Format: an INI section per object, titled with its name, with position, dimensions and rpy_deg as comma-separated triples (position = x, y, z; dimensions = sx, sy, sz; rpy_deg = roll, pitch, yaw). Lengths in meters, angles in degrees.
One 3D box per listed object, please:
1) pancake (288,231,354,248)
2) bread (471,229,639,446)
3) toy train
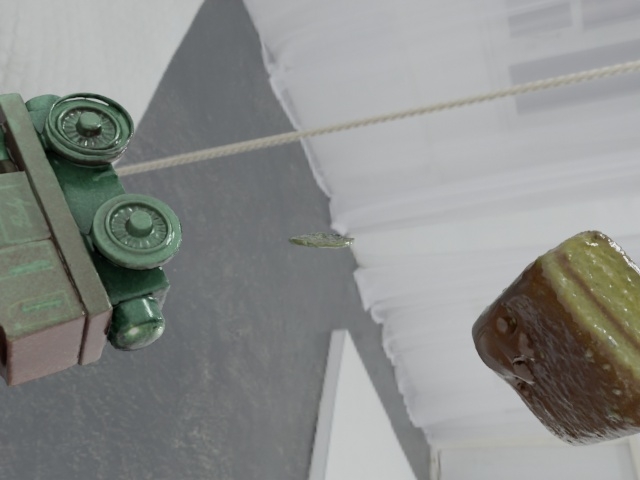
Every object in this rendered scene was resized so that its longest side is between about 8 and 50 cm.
[pancake]
position = -0.004, -0.001, 1.347
dimensions = 0.116, 0.129, 0.022
rpy_deg = -7, 100, -36
[bread]
position = 0.259, 0.111, 0.695
dimensions = 0.184, 0.111, 0.234
rpy_deg = 53, -17, 18
[toy train]
position = -0.274, -0.015, 0.662
dimensions = 0.304, 0.222, 0.150
rpy_deg = 59, -35, 23
